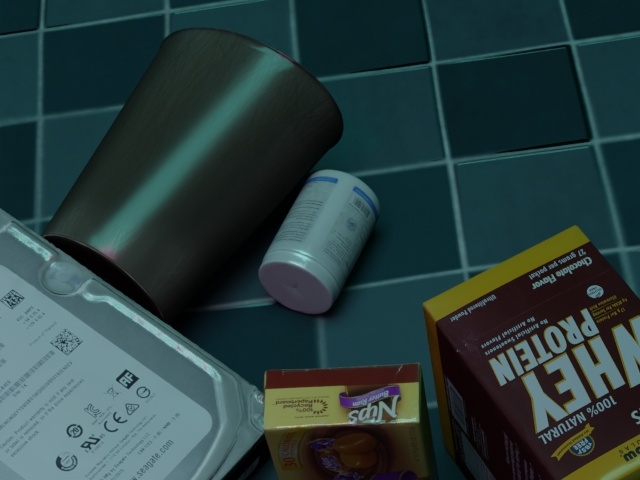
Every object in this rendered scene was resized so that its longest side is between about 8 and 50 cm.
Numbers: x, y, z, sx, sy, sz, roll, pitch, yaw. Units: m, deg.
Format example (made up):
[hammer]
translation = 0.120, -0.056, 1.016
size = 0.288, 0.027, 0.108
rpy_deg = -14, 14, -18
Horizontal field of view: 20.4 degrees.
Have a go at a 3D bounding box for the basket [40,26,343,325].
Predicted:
[basket]
translation = -0.121, -0.046, 1.494
size = 0.204, 0.154, 0.227
rpy_deg = 10, 55, 44

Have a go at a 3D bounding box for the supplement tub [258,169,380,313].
[supplement tub]
translation = 0.000, 0.000, 1.483
size = 0.071, 0.071, 0.107
rpy_deg = 15, 55, 21

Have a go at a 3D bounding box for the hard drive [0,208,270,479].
[hard drive]
translation = -0.228, 0.121, 1.354
size = 0.339, 0.064, 0.237
rpy_deg = 34, 53, 16

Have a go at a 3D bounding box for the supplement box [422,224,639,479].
[supplement box]
translation = 0.182, 0.135, 1.259
size = 0.129, 0.191, 0.194
rpy_deg = -26, 52, -12

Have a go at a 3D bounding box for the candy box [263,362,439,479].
[candy box]
translation = 0.026, 0.157, 1.271
size = 0.109, 0.186, 0.053
rpy_deg = -3, 53, 7
